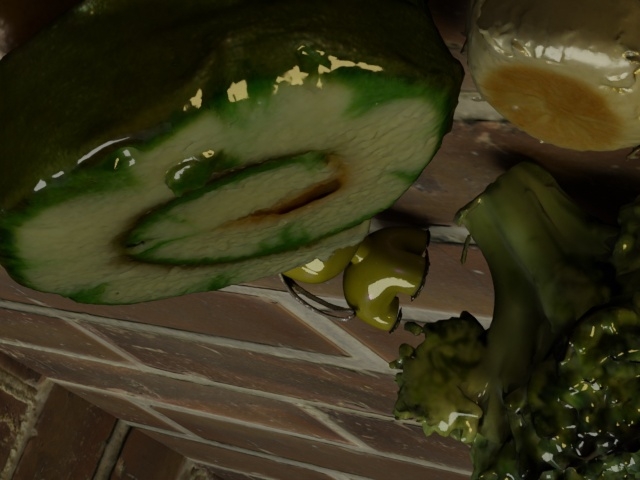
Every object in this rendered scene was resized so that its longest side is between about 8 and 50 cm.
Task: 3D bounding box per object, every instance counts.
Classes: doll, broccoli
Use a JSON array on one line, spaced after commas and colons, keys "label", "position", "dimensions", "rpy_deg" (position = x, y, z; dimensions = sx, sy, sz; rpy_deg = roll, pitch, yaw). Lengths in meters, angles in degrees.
[{"label": "doll", "position": [0.000, 0.000, 1.521], "dimensions": [0.221, 0.143, 0.135], "rpy_deg": [21, 135, -15]}, {"label": "broccoli", "position": [0.234, 0.058, 1.268], "dimensions": [0.293, 0.348, 0.281], "rpy_deg": [-41, 84, 30]}]

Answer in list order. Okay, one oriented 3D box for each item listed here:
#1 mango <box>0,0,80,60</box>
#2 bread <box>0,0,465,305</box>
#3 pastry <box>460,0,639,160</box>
[{"label": "mango", "position": [-0.270, -0.205, 1.143], "dimensions": [0.317, 0.173, 0.211], "rpy_deg": [29, 174, -8]}, {"label": "bread", "position": [-0.065, -0.067, 1.100], "dimensions": [0.366, 0.129, 0.382], "rpy_deg": [-23, 161, 20]}, {"label": "pastry", "position": [0.170, -0.121, 0.998], "dimensions": [0.166, 0.088, 0.166], "rpy_deg": [19, 162, 6]}]
